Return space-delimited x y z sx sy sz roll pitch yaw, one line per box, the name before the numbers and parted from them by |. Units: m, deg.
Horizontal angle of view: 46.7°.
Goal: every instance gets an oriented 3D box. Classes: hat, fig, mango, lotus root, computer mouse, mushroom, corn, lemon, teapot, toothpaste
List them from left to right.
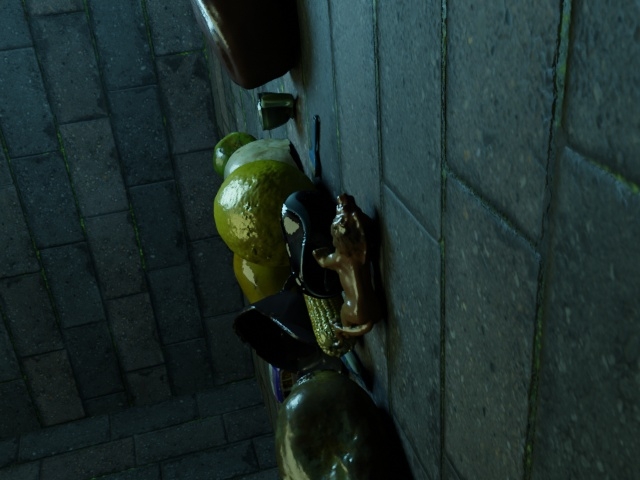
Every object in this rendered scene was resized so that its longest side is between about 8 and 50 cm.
fig | -0.247 -0.240 2.393 0.233 0.167 0.167 58 -176 -39
mushroom | -0.156 -0.155 1.940 0.254 0.189 0.195 -116 20 -63
mango | -0.154 0.131 2.281 0.317 0.173 0.211 64 160 8
lemon | -0.113 -0.060 1.692 0.320 0.245 0.245 22 124 60
teapot | -0.104 -0.313 1.781 0.124 0.090 0.092 -120 20 -72
hat | -0.039 0.219 1.903 0.336 0.209 0.238 12 136 40
computer mouse | 0.000 0.000 1.499 0.096 0.137 0.233 -36 63 56
corn | 0.016 0.155 1.667 0.260 0.091 0.091 -109 31 -51
lotus root | 0.033 0.441 1.513 0.250 0.250 0.346 100 156 -61
toothpaste | 0.066 0.268 1.675 0.057 0.035 0.197 67 174 -29

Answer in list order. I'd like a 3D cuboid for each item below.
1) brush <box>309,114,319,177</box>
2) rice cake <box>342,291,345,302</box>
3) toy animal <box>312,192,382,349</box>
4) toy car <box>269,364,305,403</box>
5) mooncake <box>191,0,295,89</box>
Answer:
brush | -0.012 -0.209 1.628 0.164 0.014 0.051 93 160 -48
rice cake | 0.048 0.073 1.572 0.033 0.033 0.208 77 175 -53
toy animal | 0.060 0.063 1.368 0.157 0.097 0.312 -159 57 -69
toy car | -0.059 0.394 2.086 0.172 0.158 0.235 -137 37 -71
mooncake | -0.190 -0.508 1.690 0.326 0.174 0.334 66 172 -10
